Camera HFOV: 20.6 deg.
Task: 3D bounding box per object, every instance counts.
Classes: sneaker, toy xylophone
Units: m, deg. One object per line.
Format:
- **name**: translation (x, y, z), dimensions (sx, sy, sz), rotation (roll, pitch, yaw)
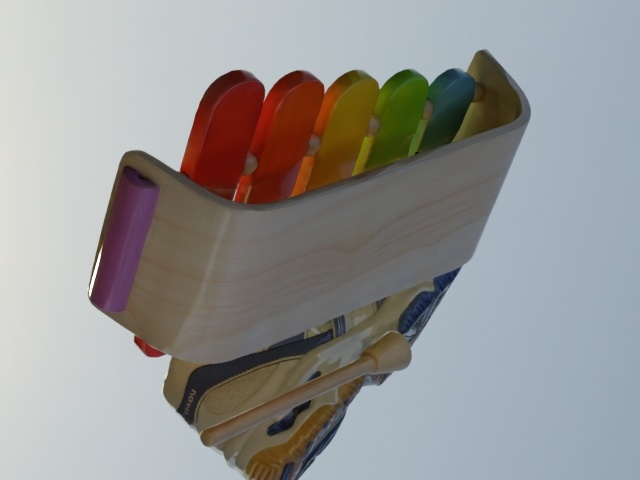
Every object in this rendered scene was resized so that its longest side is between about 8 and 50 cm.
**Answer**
- **sneaker**: translation (0.000, 0.057, 1.322), dimensions (0.296, 0.131, 0.112), rotation (-41, 162, -47)
- **toy xylophone**: translation (0.000, 0.000, 1.081), dimensions (0.081, 0.323, 0.236), rotation (42, -56, 29)
